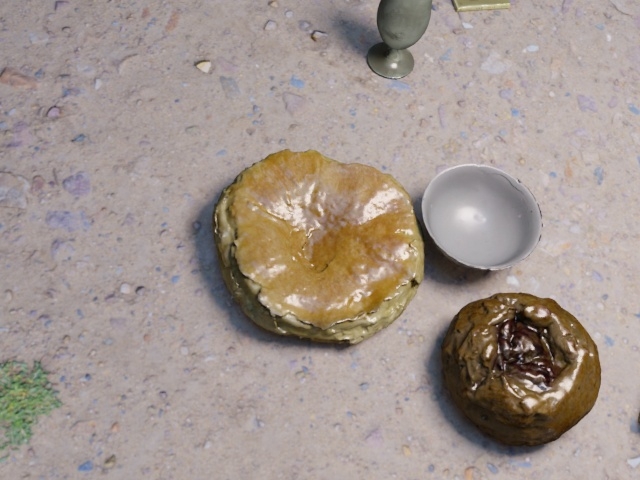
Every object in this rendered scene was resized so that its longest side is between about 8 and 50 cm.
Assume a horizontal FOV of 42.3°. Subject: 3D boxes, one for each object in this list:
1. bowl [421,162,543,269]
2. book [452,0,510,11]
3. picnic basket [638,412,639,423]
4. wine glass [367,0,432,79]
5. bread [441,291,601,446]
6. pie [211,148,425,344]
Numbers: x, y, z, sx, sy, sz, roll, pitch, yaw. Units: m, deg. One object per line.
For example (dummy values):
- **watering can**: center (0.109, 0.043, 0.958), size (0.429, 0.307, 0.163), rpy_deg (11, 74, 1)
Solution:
- **bowl**: center (0.242, -0.021, 1.291), size (0.189, 0.086, 0.189), rpy_deg (3, 62, -5)
- **book**: center (0.304, -0.477, 1.598), size (0.111, 0.014, 0.077), rpy_deg (-7, 62, -12)
- **picnic basket**: center (0.546, 0.217, 1.203), size (0.115, 0.079, 0.164), rpy_deg (26, 60, 8)
- **wine glass**: center (0.139, -0.374, 1.408), size (0.093, 0.202, 0.093), rpy_deg (4, 62, -7)
- **bread**: center (0.287, 0.174, 1.168), size (0.230, 0.123, 0.230), rpy_deg (4, 62, -8)
- **pie**: center (0.000, 0.000, 1.247), size (0.340, 0.083, 0.339), rpy_deg (4, 58, -7)
